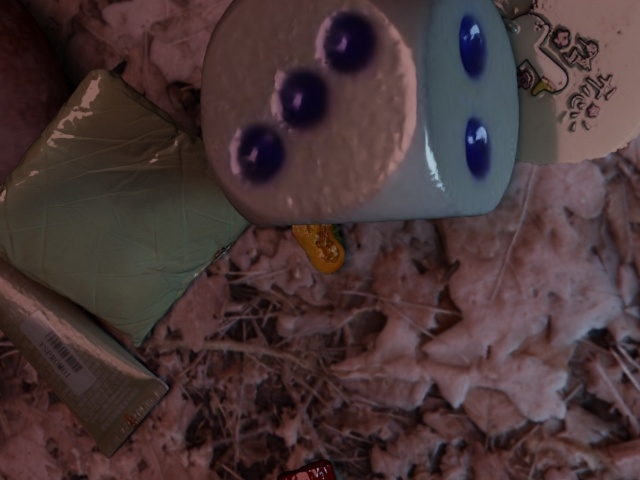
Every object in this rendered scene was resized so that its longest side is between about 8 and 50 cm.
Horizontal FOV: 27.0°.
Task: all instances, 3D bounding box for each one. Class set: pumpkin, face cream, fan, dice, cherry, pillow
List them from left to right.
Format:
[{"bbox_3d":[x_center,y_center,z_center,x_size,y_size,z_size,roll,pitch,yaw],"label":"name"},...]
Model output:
[{"bbox_3d":[-0.482,-0.174,1.644,0.326,0.291,0.335,-35,93,2],"label":"cherry"},{"bbox_3d":[-0.348,0.113,1.707,0.341,0.084,0.137,45,111,9],"label":"face cream"},{"bbox_3d":[-0.239,-0.036,1.584,0.274,0.076,0.281,35,111,-26],"label":"pillow"},{"bbox_3d":[0.001,-0.001,1.558,0.050,0.028,0.083,-25,89,22],"label":"pumpkin"},{"bbox_3d":[0.045,-0.145,1.417,0.259,0.243,0.251,-1,93,30],"label":"dice"},{"bbox_3d":[0.195,-0.249,1.470,0.414,0.012,0.233,42,107,18],"label":"fan"}]

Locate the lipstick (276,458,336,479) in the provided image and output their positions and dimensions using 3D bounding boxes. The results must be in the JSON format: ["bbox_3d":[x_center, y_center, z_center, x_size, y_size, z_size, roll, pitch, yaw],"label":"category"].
[{"bbox_3d":[0.017,0.394,1.535,0.073,0.073,0.280,-20,81,24],"label":"lipstick"}]
